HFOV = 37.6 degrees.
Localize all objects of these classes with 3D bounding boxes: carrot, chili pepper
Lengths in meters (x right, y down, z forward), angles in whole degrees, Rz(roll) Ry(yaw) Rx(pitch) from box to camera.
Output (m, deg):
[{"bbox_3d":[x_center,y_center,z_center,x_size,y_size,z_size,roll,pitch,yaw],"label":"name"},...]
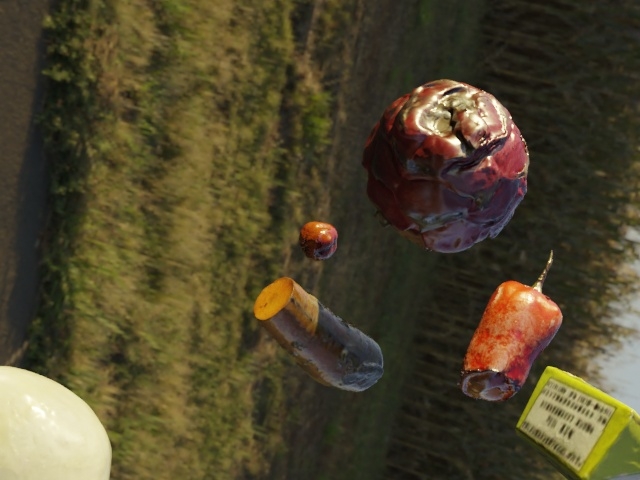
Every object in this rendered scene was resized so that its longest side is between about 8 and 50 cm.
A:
[{"bbox_3d":[-0.002,0.189,1.776,0.302,0.138,0.139,40,60,-32],"label":"carrot"},{"bbox_3d":[0.219,0.088,1.038,0.192,0.084,0.086,-60,-162,-19],"label":"chili pepper"}]

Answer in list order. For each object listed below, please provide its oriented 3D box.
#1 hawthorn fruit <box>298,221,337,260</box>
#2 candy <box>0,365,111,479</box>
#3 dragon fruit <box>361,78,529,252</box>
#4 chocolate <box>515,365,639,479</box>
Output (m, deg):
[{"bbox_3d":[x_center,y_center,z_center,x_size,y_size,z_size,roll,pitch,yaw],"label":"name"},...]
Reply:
[{"bbox_3d":[0.000,0.000,2.038,0.093,0.093,0.093,16,90,-76],"label":"hawthorn fruit"},{"bbox_3d":[-0.401,0.288,1.136,0.185,0.295,0.296,28,78,-70],"label":"candy"},{"bbox_3d":[0.231,-0.140,1.739,0.329,0.329,0.329,16,90,-76],"label":"dragon fruit"},{"bbox_3d":[0.476,0.363,1.480,0.137,0.288,0.301,-48,-169,-4],"label":"chocolate"}]
